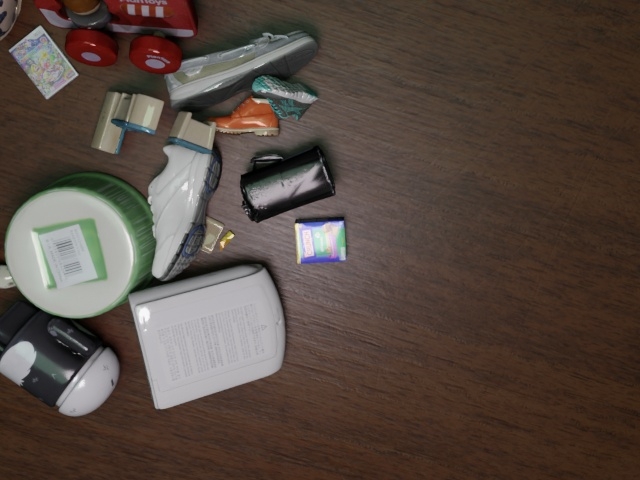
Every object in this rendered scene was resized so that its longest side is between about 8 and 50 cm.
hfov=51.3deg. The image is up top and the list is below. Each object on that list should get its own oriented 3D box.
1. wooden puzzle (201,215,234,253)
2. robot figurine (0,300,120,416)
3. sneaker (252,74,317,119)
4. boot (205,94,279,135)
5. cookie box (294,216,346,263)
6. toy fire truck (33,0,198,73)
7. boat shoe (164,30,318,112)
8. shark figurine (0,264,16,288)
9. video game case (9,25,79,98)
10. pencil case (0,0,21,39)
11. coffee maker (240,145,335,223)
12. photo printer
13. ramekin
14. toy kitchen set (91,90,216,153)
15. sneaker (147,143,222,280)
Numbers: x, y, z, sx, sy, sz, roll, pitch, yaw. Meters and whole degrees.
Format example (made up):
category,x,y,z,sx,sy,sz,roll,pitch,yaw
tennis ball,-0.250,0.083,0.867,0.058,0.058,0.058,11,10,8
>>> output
category,x,y,z,sx,sy,sz,roll,pitch,yaw
wooden puzzle,-0.252,-0.016,1.448,0.116,0.014,0.079,33,95,-6
robot figurine,-0.564,0.250,1.423,0.278,0.209,0.174,37,82,-6
sneaker,-0.077,-0.278,1.334,0.065,0.166,0.076,49,119,31
boot,-0.165,-0.259,1.381,0.157,0.059,0.085,-1,98,-8
cookie box,0.000,0.000,1.435,0.107,0.040,0.092,-4,102,2
toy fire truck,-0.375,-0.443,1.221,0.302,0.254,0.170,6,78,-1
boat shoe,-0.163,-0.356,1.333,0.320,0.118,0.103,-20,83,11
shark figurine,-0.775,0.025,1.419,0.166,0.116,0.278,-45,108,-26
video game case,-0.573,-0.368,1.380,0.087,0.011,0.122,-35,99,7
pencil case,-0.770,-0.536,1.261,0.410,0.183,0.160,27,117,-6
coffee maker,-0.062,-0.106,1.350,0.178,0.171,0.120,-20,127,7
photo printer,-0.225,0.192,1.402,0.307,0.107,0.256,-15,107,-19
ramekin,-0.494,0.015,1.385,0.303,0.148,0.304,0,101,0
toy kitchen set,-0.337,-0.212,1.347,0.166,0.207,0.122,17,92,-39
sneaker,-0.302,-0.063,1.394,0.129,0.111,0.297,15,84,10
